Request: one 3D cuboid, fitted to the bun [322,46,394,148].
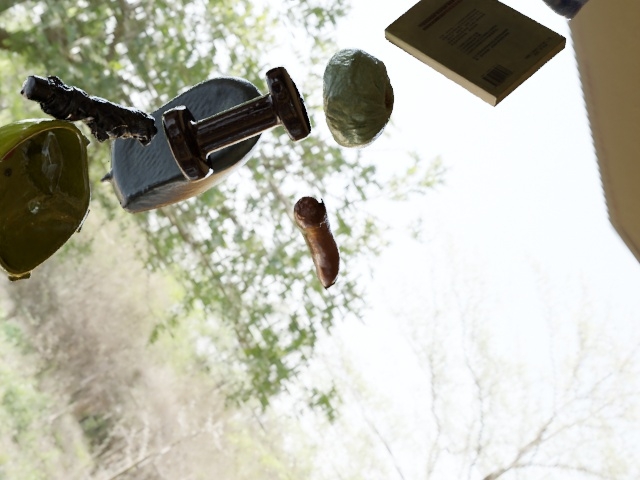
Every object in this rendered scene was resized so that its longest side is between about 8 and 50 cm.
[{"bbox_3d":[0.080,-0.273,1.755,0.195,0.118,0.196,-4,90,-69],"label":"bun"}]

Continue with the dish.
[{"bbox_3d":[-0.458,-0.079,1.382,0.108,0.221,0.262,30,-32,20],"label":"dish"}]

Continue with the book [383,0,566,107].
[{"bbox_3d":[0.229,-0.304,1.385,0.231,0.161,0.026,40,-19,30],"label":"book"}]

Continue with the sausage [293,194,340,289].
[{"bbox_3d":[-0.001,0.000,1.131,0.177,0.040,0.047,72,2,-59],"label":"sausage"}]

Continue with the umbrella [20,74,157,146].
[{"bbox_3d":[-0.349,-0.191,1.387,0.080,0.071,0.224,18,-1,38],"label":"umbrella"}]

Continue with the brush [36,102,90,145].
[{"bbox_3d":[-0.508,-0.240,1.771,0.178,0.033,0.030,50,-37,8],"label":"brush"}]

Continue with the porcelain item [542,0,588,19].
[{"bbox_3d":[0.376,-0.396,1.144,0.259,0.141,0.141,-42,-107,30],"label":"porcelain item"}]

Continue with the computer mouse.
[{"bbox_3d":[-0.252,-0.173,1.746,0.122,0.370,0.188,36,36,-60],"label":"computer mouse"}]

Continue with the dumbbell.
[{"bbox_3d":[-0.133,-0.188,1.485,0.140,0.225,0.124,-81,150,-78],"label":"dumbbell"}]
